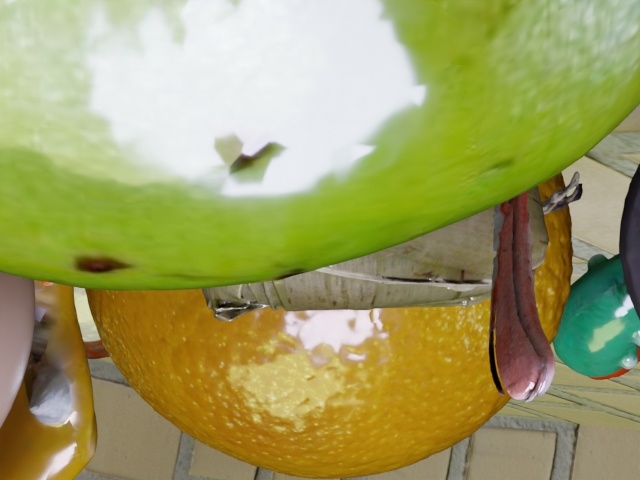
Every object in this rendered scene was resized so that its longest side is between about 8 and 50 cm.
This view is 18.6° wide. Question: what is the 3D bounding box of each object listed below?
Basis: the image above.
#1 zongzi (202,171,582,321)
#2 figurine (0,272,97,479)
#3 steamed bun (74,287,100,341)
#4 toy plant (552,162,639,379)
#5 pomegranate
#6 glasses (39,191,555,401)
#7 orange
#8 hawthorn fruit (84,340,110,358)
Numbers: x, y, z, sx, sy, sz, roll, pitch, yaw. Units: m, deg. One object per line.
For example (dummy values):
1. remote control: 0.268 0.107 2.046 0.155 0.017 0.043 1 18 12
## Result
1. zongzi: 0.037 -0.036 0.813 0.189 0.081 0.178 -2 148 -7
2. figurine: -0.243 -0.052 0.662 0.268 0.401 0.387 -2 169 21
3. steamed bun: -0.214 -0.039 1.363 0.238 0.152 0.170 18 -154 0
4. toy plant: 0.248 0.006 1.058 0.185 0.279 0.400 46 -169 0
5. pomegranate: -0.011 -0.135 0.399 0.260 0.260 0.341 12 146 -12
6. glasses: -0.026 -0.072 0.697 0.234 0.268 0.118 17 150 -24
7. orange: 0.000 0.000 1.070 0.274 0.274 0.274 10 171 2
8. hawthorn fruit: -0.174 0.010 1.576 0.181 0.181 0.235 8 174 13
